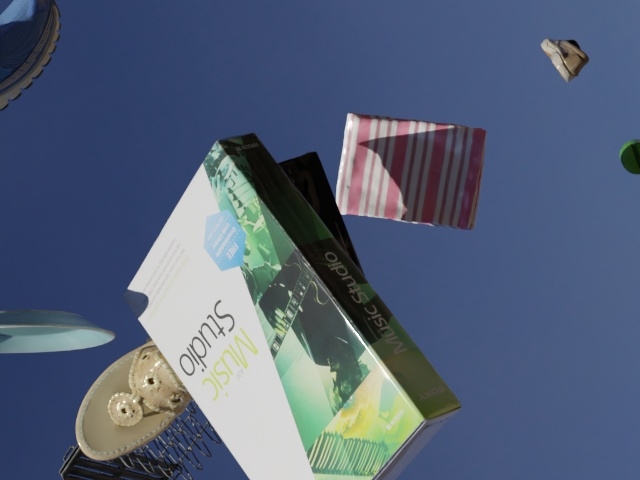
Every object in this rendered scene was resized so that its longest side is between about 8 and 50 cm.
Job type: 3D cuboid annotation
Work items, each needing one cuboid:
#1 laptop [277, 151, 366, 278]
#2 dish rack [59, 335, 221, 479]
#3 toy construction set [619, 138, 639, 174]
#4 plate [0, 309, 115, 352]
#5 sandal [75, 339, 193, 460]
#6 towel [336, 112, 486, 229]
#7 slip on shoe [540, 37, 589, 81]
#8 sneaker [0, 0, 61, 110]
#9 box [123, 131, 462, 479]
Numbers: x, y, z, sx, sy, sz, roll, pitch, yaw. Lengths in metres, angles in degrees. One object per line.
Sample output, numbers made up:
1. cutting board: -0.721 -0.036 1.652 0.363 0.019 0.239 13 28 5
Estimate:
1. laptop: 0.000 0.000 2.012 0.264 0.136 0.234 -21 -90 -51
2. dish rack: -0.205 0.244 2.064 0.208 0.271 0.074 25 -165 -45
3. toy construction set: 0.451 -0.040 1.611 0.309 0.257 0.237 37 -165 -6
4. plate: -0.299 0.089 1.574 0.188 0.188 0.024 17 -114 -61
5. sandal: -0.146 0.123 1.576 0.088 0.240 0.079 52 165 13
6. towel: 0.123 -0.094 2.169 0.029 0.197 0.144 -48 -35 -81
7. slip on shoe: 0.321 -0.243 2.070 0.051 0.041 0.135 50 -168 -11
8. sneaker: -0.481 -0.234 2.129 0.147 0.130 0.330 50 -117 -26
9. box: -0.037 0.096 1.437 0.058 0.232 0.322 -19 -118 -44
